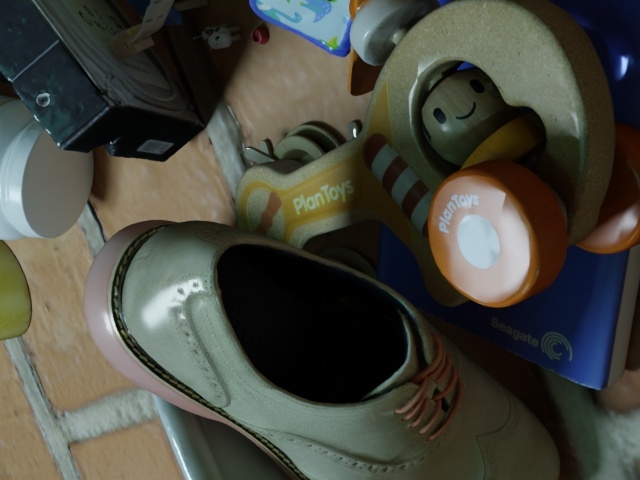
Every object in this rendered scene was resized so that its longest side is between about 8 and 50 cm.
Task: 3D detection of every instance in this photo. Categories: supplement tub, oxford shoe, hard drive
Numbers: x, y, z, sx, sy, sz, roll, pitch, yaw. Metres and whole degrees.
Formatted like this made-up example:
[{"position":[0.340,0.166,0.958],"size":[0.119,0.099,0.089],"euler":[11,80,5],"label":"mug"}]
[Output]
[{"position":[-0.349,-0.080,1.262],"size":[0.200,0.144,0.144],"euler":[13,118,21],"label":"supplement tub"},{"position":[0.037,0.107,0.822],"size":[0.146,0.397,0.140],"euler":[-8,60,54],"label":"oxford shoe"},{"position":[-0.248,-0.218,1.044],"size":[0.064,0.237,0.339],"euler":[-40,82,10],"label":"hard drive"},{"position":[0.135,-0.076,0.861],"size":[0.210,0.040,0.318],"euler":[24,123,37],"label":"hard drive"}]

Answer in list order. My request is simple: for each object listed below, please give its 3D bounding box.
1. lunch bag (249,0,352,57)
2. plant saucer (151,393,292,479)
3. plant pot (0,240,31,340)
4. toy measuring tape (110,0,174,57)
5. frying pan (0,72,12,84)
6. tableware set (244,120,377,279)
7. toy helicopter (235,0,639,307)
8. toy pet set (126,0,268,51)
[{"position":[-0.007,-0.225,0.898],"size":[0.151,0.096,0.129],"euler":[52,149,14],"label":"lunch bag"},{"position":[-0.044,0.158,1.017],"size":[0.400,0.101,0.400],"euler":[155,90,-89],"label":"plant saucer"},{"position":[-0.421,0.068,1.467],"size":[0.134,0.095,0.134],"euler":[21,121,39],"label":"plant pot"},{"position":[-0.118,-0.304,0.936],"size":[0.121,0.121,0.330],"euler":[42,116,26],"label":"toy measuring tape"},{"position":[-0.335,-0.206,1.290],"size":[0.197,0.053,0.326],"euler":[37,133,30],"label":"frying pan"},{"position":[0.000,0.000,1.037],"size":[0.128,0.039,0.194],"euler":[-7,102,48],"label":"tableware set"},{"position":[0.043,-0.065,0.832],"size":[0.355,0.140,0.235],"euler":[-20,91,51],"label":"toy helicopter"},{"position":[-0.110,-0.220,1.036],"size":[0.114,0.065,0.122],"euler":[11,114,43],"label":"toy pet set"}]
